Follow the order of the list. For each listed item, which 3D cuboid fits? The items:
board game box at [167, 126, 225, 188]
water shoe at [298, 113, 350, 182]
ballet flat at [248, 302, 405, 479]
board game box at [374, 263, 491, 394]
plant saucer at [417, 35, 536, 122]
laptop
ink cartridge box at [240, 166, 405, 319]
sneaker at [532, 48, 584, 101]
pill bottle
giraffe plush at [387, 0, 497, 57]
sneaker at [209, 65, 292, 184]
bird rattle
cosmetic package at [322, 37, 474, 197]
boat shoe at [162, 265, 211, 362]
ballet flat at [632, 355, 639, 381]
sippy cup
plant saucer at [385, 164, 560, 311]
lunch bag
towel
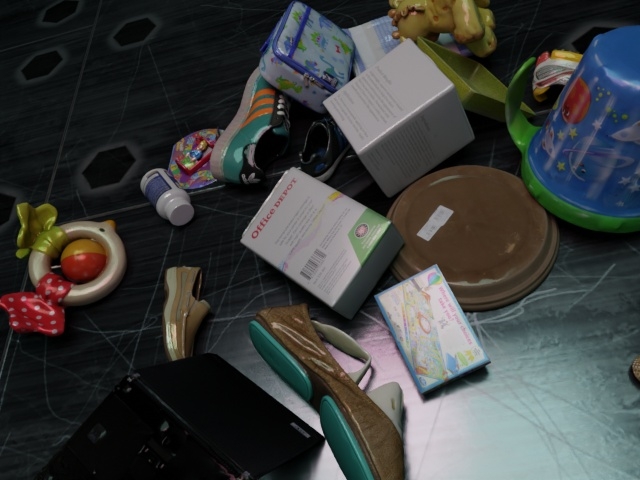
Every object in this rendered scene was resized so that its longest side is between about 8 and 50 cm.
[{"bbox_3d":[-0.259,-0.182,1.082,0.133,0.033,0.169,-7,54,11],"label":"board game box"},{"bbox_3d":[0.020,-0.202,0.990,0.073,0.080,0.203,10,59,21],"label":"water shoe"},{"bbox_3d":[0.032,0.203,0.706,0.124,0.116,0.342,-23,47,-26],"label":"ballet flat"},{"bbox_3d":[0.155,0.124,0.736,0.103,0.026,0.154,-28,62,8],"label":"board game box"},{"bbox_3d":[0.272,-0.283,0.951,0.188,0.045,0.188,5,42,-37],"label":"plant saucer"},{"bbox_3d":[-0.175,0.283,0.674,0.234,0.136,0.264,27,67,30],"label":"laptop"},{"bbox_3d":[0.000,0.000,0.828,0.212,0.093,0.154,32,86,30],"label":"ink cartridge box"},{"bbox_3d":[0.488,-0.264,0.917,0.225,0.088,0.093,17,83,25],"label":"sneaker"},{"bbox_3d":[-0.292,-0.082,1.000,0.067,0.067,0.120,-37,55,-12],"label":"pill bottle"},{"bbox_3d":[0.229,-0.442,1.030,0.170,0.210,0.181,-16,57,36],"label":"giraffe plush"},{"bbox_3d":[-0.100,-0.235,1.037,0.121,0.108,0.302,14,68,21],"label":"sneaker"},{"bbox_3d":[-0.454,0.046,0.926,0.207,0.143,0.253,-12,55,-13],"label":"bird rattle"},{"bbox_3d":[0.135,-0.206,0.894,0.183,0.151,0.151,-34,54,10],"label":"cosmetic package"},{"bbox_3d":[-0.215,0.116,0.848,0.072,0.068,0.190,-9,53,-5],"label":"boat shoe"},{"bbox_3d":[0.487,0.175,0.611,0.206,0.067,0.073,17,62,25],"label":"ballet flat"},{"bbox_3d":[0.433,-0.167,0.743,0.305,0.224,0.240,4,53,6],"label":"sippy cup"},{"bbox_3d":[0.234,-0.019,0.832,0.278,0.041,0.278,-7,55,11],"label":"plant saucer"},{"bbox_3d":[-0.023,-0.370,1.042,0.176,0.090,0.219,29,47,-17],"label":"lunch bag"},{"bbox_3d":[0.190,-0.437,1.136,0.285,0.034,0.209,-16,54,3],"label":"towel"}]
